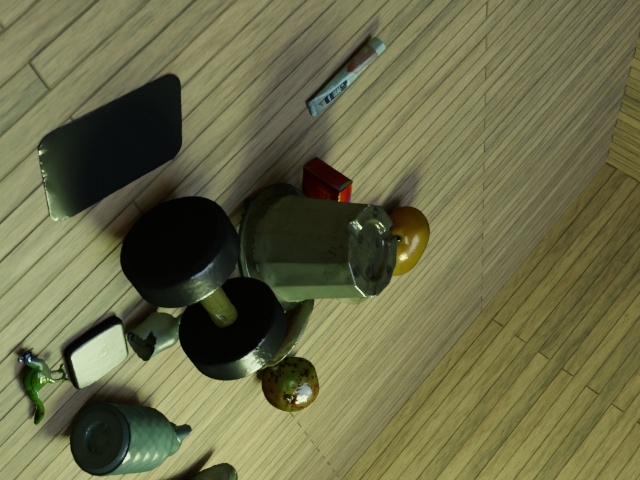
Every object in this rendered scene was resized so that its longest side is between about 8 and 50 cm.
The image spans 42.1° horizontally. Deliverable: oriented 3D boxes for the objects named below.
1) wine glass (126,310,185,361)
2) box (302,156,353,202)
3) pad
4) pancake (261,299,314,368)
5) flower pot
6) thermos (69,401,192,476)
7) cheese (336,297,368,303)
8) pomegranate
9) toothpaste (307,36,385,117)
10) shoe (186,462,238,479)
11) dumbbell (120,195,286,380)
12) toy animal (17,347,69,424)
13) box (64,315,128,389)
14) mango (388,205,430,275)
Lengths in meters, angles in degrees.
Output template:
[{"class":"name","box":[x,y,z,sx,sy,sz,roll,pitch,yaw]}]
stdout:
[{"class":"wine glass","box":[-0.294,0.162,1.673,0.195,0.079,0.079,-37,151,-36]},{"class":"box","box":[0.011,-0.087,1.853,0.048,0.112,0.175,-39,150,-30]},{"class":"pad","box":[-0.321,-0.146,1.309,0.267,0.004,0.181,-36,150,-34]},{"class":"pancake","box":[-0.108,0.189,1.910,0.050,0.242,0.242,35,92,-25]},{"class":"flower pot","box":[0.005,0.022,1.707,0.290,0.259,0.290,-4,95,-56]},{"class":"thermos","box":[-0.406,0.429,1.765,0.182,0.145,0.286,-24,160,11]},{"class":"cheese","box":[0.096,0.066,2.199,0.218,0.117,0.235,-49,154,-14]},{"class":"pomegranate","box":[-0.077,0.385,2.282,0.159,0.159,0.205,-59,-177,11]},{"class":"toothpaste","box":[0.051,-0.334,1.695,0.205,0.036,0.056,-46,154,-8]},{"class":"shoe","box":[-0.371,0.689,2.197,0.336,0.132,0.171,-39,143,-23]},{"class":"dumbbell","box":[-0.205,0.092,1.508,0.204,0.204,0.322,-45,140,-18]},{"class":"toy animal","box":[-0.491,0.260,1.489,0.075,0.041,0.217,-18,144,-24]},{"class":"box","box":[-0.423,0.211,1.574,0.126,0.027,0.125,-36,148,-32]},{"class":"mango","box":[0.226,0.013,2.329,0.175,0.139,0.254,-53,163,-28]}]
